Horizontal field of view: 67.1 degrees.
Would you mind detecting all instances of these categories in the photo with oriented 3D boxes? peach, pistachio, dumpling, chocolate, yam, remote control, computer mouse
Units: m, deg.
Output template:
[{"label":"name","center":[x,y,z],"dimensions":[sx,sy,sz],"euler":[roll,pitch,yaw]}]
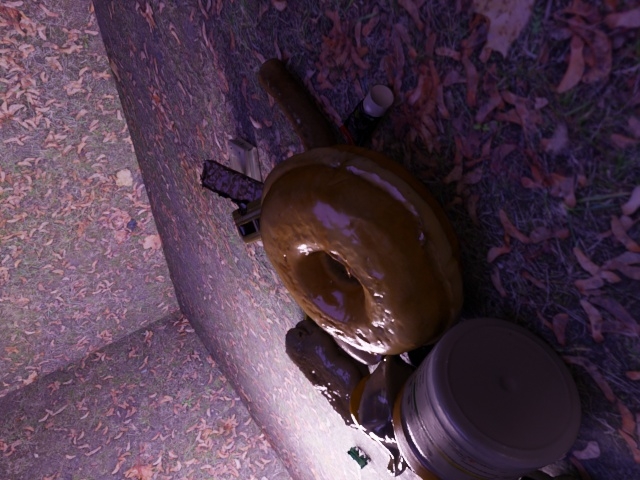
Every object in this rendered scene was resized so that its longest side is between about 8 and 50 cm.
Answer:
[{"label":"peach","center":[0.162,0.399,1.175],"dimensions":[0.179,0.179,0.103],"euler":[62,163,3]},{"label":"pistachio","center":[0.088,0.208,1.180],"dimensions":[0.215,0.144,0.144],"euler":[54,152,23]},{"label":"dumpling","center":[0.148,0.344,1.008],"dimensions":[0.243,0.175,0.227],"euler":[59,-175,16]},{"label":"chocolate","center":[-0.212,-0.147,1.393],"dimensions":[0.329,0.065,0.102],"euler":[24,122,23]},{"label":"yam","center":[-0.030,-0.249,1.044],"dimensions":[0.356,0.081,0.081],"euler":[56,153,14]},{"label":"remote control","center":[-0.222,-0.172,1.490],"dimensions":[0.103,0.056,0.277],"euler":[36,140,42]},{"label":"computer mouse","center":[0.229,0.257,1.068],"dimensions":[0.079,0.047,0.135],"euler":[51,163,36]}]

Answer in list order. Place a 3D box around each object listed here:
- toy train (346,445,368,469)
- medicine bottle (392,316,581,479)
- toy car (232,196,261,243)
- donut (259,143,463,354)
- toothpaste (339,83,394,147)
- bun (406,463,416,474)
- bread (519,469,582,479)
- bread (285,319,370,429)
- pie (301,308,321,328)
[{"label":"toy train","center":[0.131,0.772,1.716],"dimensions":[0.092,0.045,0.029],"euler":[28,135,46]},{"label":"medicine bottle","center":[0.263,0.282,0.810],"dimensions":[0.238,0.238,0.231],"euler":[50,150,26]},{"label":"toy car","center":[-0.112,-0.072,1.241],"dimensions":[0.257,0.101,0.124],"euler":[-18,89,43]},{"label":"donut","center":[0.065,0.026,0.911],"dimensions":[0.449,0.198,0.448],"euler":[27,141,24]},{"label":"toothpaste","center":[0.081,-0.223,0.912],"dimensions":[0.071,0.045,0.193],"euler":[62,160,4]},{"label":"bun","center":[0.277,0.485,1.099],"dimensions":[0.173,0.119,0.173],"euler":[28,172,5]},{"label":"bread","center":[0.454,0.506,0.873],"dimensions":[0.207,0.056,0.286],"euler":[49,150,21]},{"label":"bread","center":[0.037,0.342,1.297],"dimensions":[0.337,0.102,0.183],"euler":[45,143,22]},{"label":"pie","center":[0.038,0.287,1.418],"dimensions":[0.306,0.071,0.306],"euler":[41,147,35]}]
